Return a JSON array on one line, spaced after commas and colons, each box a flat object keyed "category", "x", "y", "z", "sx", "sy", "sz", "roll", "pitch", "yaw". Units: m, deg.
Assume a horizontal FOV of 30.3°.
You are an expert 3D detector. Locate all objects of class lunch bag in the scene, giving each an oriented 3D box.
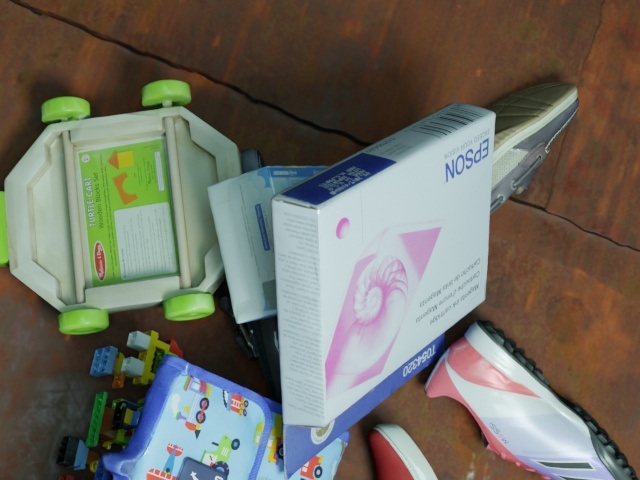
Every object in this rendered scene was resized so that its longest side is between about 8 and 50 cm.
[{"category": "lunch bag", "x": -0.126, "y": 0.255, "z": 1.234, "sx": 0.293, "sy": 0.138, "sz": 0.220, "roll": 35, "pitch": 71, "yaw": -51}]

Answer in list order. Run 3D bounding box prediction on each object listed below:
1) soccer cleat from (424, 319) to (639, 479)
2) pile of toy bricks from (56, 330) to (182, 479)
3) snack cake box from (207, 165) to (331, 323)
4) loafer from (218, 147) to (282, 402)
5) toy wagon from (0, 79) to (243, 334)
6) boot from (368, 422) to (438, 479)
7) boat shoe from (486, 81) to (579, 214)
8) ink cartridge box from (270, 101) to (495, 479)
[{"category": "soccer cleat", "x": 0.267, "y": 0.237, "z": 1.437, "sx": 0.318, "sy": 0.108, "sz": 0.116, "roll": 44, "pitch": 99, "yaw": -8}, {"category": "pile of toy bricks", "x": -0.211, "y": 0.217, "z": 1.327, "sx": 0.105, "sy": 0.118, "sz": 0.212, "roll": 30, "pitch": 58, "yaw": -36}, {"category": "snack cake box", "x": 0.000, "y": 0.000, "z": 1.321, "sx": 0.264, "sy": 0.089, "sz": 0.152, "roll": -6, "pitch": 81, "yaw": -57}, {"category": "loafer", "x": -0.084, "y": 0.046, "z": 1.378, "sx": 0.095, "sy": 0.109, "sz": 0.302, "roll": -12, "pitch": 79, "yaw": 5}, {"category": "toy wagon", "x": -0.255, "y": -0.031, "z": 1.326, "sx": 0.345, "sy": 0.068, "sz": 0.267, "roll": -8, "pitch": 77, "yaw": 4}, {"category": "boot", "x": 0.063, "y": 0.348, "z": 1.373, "sx": 0.176, "sy": 0.088, "sz": 0.244, "roll": -21, "pitch": 92, "yaw": -13}, {"category": "boat shoe", "x": 0.221, "y": -0.096, "z": 1.464, "sx": 0.285, "sy": 0.103, "sz": 0.092, "roll": -40, "pitch": 118, "yaw": -27}, {"category": "ink cartridge box", "x": 0.077, "y": 0.054, "z": 1.260, "sx": 0.324, "sy": 0.071, "sz": 0.330, "roll": -32, "pitch": 128, "yaw": -46}]
